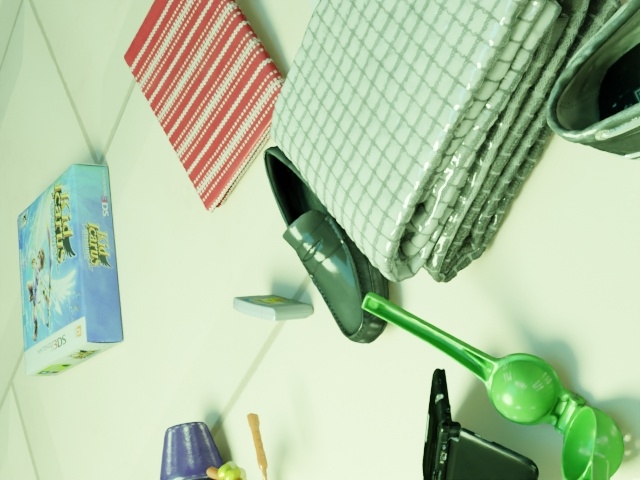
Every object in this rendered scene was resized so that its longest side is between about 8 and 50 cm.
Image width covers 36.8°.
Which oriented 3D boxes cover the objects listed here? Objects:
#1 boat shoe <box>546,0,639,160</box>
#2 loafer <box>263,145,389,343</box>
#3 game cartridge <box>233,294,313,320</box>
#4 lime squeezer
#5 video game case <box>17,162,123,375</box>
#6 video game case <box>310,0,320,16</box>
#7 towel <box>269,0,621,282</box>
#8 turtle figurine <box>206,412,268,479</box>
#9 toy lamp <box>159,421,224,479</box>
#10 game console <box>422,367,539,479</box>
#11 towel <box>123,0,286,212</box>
[{"bbox_3d":[0.257,-0.153,0.562,0.306,0.105,0.113,-37,59,46],"label":"boat shoe"},{"bbox_3d":[0.000,0.000,0.921,0.076,0.078,0.223,-49,51,40],"label":"loafer"},{"bbox_3d":[-0.054,0.070,1.008,0.083,0.056,0.017,10,103,53],"label":"game cartridge"},{"bbox_3d":[0.145,0.130,0.695,0.310,0.110,0.059,-131,37,-49],"label":"lime squeezer"},{"bbox_3d":[-0.387,0.051,1.458,0.244,0.061,0.269,-27,66,49],"label":"video game case"},{"bbox_3d":[0.032,-0.299,0.949,0.143,0.019,0.157,-18,73,52],"label":"video game case"},{"bbox_3d":[0.087,-0.140,0.786,0.235,0.121,0.283,56,131,42],"label":"towel"},{"bbox_3d":[-0.105,0.322,0.992,0.217,0.087,0.269,-14,88,11],"label":"turtle figurine"},{"bbox_3d":[-0.129,0.341,1.075,0.080,0.080,0.274,-35,63,47],"label":"toy lamp"},{"bbox_3d":[0.123,0.179,0.766,0.107,0.071,0.122,-89,0,-55],"label":"game console"},{"bbox_3d":[-0.137,-0.197,1.140,0.199,0.031,0.275,-51,58,36],"label":"towel"}]
